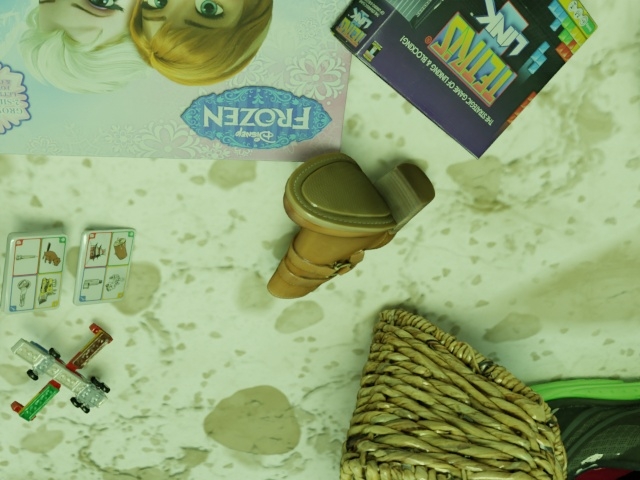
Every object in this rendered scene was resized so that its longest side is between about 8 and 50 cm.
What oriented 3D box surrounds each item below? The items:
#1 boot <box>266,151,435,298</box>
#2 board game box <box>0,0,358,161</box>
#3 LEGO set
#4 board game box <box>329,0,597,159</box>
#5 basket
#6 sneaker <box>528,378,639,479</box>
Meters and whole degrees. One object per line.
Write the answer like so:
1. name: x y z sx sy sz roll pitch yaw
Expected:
1. boot: 0.000 0.000 0.694 0.152 0.073 0.197 -39 160 30
2. board game box: -0.127 -0.207 0.575 0.318 0.066 0.318 0 127 -8
3. LEGO set: -0.278 0.095 0.761 0.182 0.060 0.245 -5 119 -37
4. board game box: 0.112 -0.158 0.612 0.170 0.048 0.141 29 106 -43
5. basket: 0.135 0.249 0.824 0.213 0.223 0.299 8 126 9
6. sneaker: 0.420 0.234 0.893 0.482 0.202 0.185 -17 128 5
